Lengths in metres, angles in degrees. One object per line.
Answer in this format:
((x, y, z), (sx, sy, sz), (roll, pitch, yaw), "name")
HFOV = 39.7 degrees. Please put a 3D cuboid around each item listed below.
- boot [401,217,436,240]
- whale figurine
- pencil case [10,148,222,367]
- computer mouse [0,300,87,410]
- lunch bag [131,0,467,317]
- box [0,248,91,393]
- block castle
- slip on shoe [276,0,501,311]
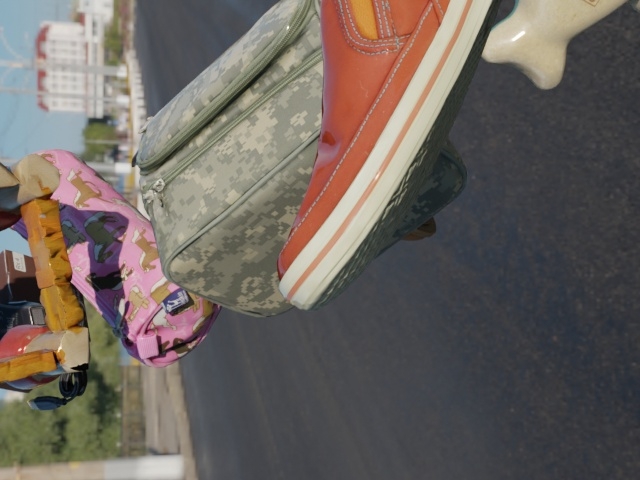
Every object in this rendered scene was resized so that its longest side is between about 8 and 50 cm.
((0.000, 0.000, 1.246), (0.220, 0.283, 0.109), (-58, 34, 34), "boot")
((0.266, -0.301, 0.934), (0.272, 0.216, 0.141), (-62, 21, 22), "whale figurine")
((-0.323, 0.017, 1.340), (0.386, 0.160, 0.167), (40, 180, 25), "pencil case")
((-0.476, 0.183, 1.444), (0.060, 0.262, 0.184), (3, -97, -67), "computer mouse")
((-0.043, -0.102, 0.920), (0.305, 0.212, 0.256), (-38, 49, 23), "lunch bag")
((-0.564, 0.155, 1.644), (0.203, 0.167, 0.168), (-37, 53, 24), "box")
((-0.509, 0.066, 0.994), (0.213, 0.453, 0.303), (-14, 89, 48), "block castle")
((0.042, -0.114, 0.539), (0.123, 0.101, 0.331), (68, -137, -78), "slip on shoe")
